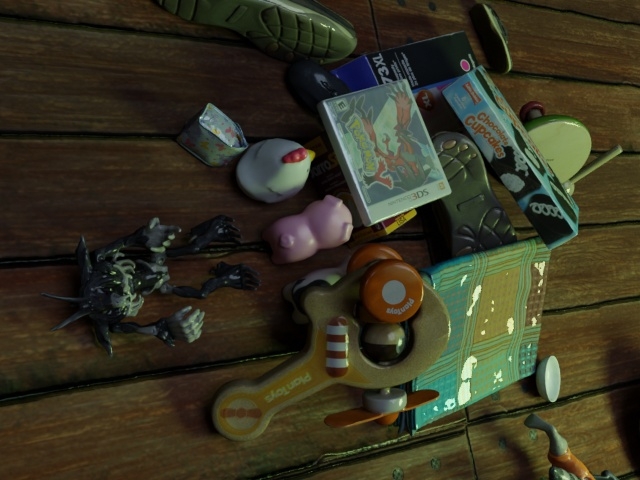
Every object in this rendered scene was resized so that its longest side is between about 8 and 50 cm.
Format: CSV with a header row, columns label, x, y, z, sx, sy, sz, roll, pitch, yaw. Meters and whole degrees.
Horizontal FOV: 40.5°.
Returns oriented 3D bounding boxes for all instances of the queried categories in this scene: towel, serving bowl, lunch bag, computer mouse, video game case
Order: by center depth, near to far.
label,x,y,z,sx,sy,sz,roll,pitch,yaw
lunch bag,-0.155,-0.149,1.264,0.083,0.071,0.053,39,52,-19
video game case,0.103,-0.141,1.349,0.183,0.023,0.201,-21,89,-36
towel,0.263,0.144,1.421,0.370,0.040,0.272,-12,112,-43
computer mouse,0.049,-0.215,1.425,0.242,0.041,0.071,33,78,-10
serving bowl,0.413,0.253,1.588,0.083,0.027,0.084,6,83,-57

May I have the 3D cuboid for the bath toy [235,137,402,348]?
label,x,y,z,sx,sy,sz,roll,pitch,yaw
bath toy,0.000,0.000,1.298,0.151,0.129,0.348,-26,91,-39

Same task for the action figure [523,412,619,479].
label,x,y,z,sx,sy,sz,roll,pitch,yaw
action figure,0.446,0.500,1.453,0.330,0.178,0.341,33,56,-14

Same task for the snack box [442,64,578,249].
label,x,y,z,sx,sy,sz,roll,pitch,yaw
snack box,0.335,-0.151,1.499,0.322,0.060,0.187,55,22,-3

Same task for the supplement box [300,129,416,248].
label,x,y,z,sx,sy,sz,roll,pitch,yaw
supplement box,0.055,-0.094,1.384,0.080,0.104,0.188,-34,96,-37

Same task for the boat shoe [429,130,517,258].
label,x,y,z,sx,sy,sz,roll,pitch,yaw
boat shoe,0.258,-0.046,1.509,0.123,0.116,0.325,-18,110,-1

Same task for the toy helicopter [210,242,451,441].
label,x,y,z,sx,sy,sz,roll,pitch,yaw
toy helicopter,0.018,0.178,1.187,0.355,0.140,0.235,-29,103,-2

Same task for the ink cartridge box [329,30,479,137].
label,x,y,z,sx,sy,sz,roll,pitch,yaw
ink cartridge box,0.161,-0.258,1.548,0.370,0.069,0.176,-23,91,-37

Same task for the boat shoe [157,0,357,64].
label,x,y,z,sx,sy,sz,roll,pitch,yaw
boat shoe,-0.087,-0.388,1.354,0.355,0.132,0.130,17,66,-34

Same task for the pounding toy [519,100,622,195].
label,x,y,z,sx,sy,sz,roll,pitch,yaw
pounding toy,0.437,-0.187,1.688,0.236,0.183,0.110,17,40,-33

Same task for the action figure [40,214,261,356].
label,x,y,z,sx,sy,sz,roll,pitch,yaw
action figure,-0.209,0.048,1.117,0.275,0.140,0.164,-23,101,-41

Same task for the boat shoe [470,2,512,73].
label,x,y,z,sx,sy,sz,roll,pitch,yaw
boat shoe,0.356,-0.410,1.746,0.049,0.056,0.152,-20,88,-34
